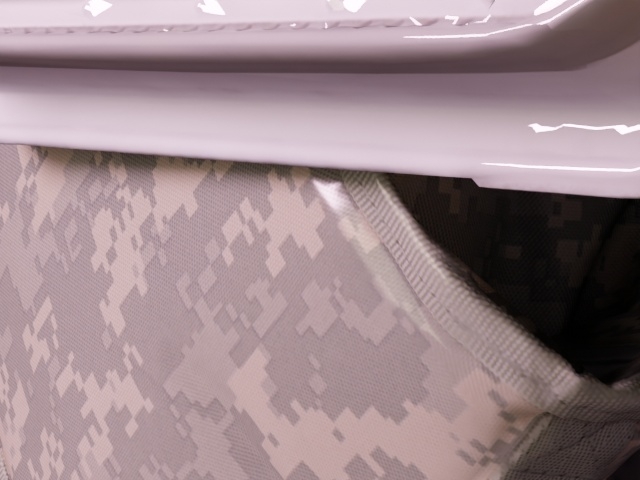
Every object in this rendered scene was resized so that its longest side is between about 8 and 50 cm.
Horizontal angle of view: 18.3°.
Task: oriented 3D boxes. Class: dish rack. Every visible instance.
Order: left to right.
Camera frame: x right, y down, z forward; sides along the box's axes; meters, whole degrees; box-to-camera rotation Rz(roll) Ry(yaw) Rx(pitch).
[{"bbox_3d":[-0.004,-0.161,0.451,0.332,0.072,0.286,6,81,51],"label":"dish rack"}]

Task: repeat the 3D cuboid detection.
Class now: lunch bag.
[{"bbox_3d":[0.000,0.000,0.581,0.235,0.169,0.287,-51,40,41],"label":"lunch bag"}]
